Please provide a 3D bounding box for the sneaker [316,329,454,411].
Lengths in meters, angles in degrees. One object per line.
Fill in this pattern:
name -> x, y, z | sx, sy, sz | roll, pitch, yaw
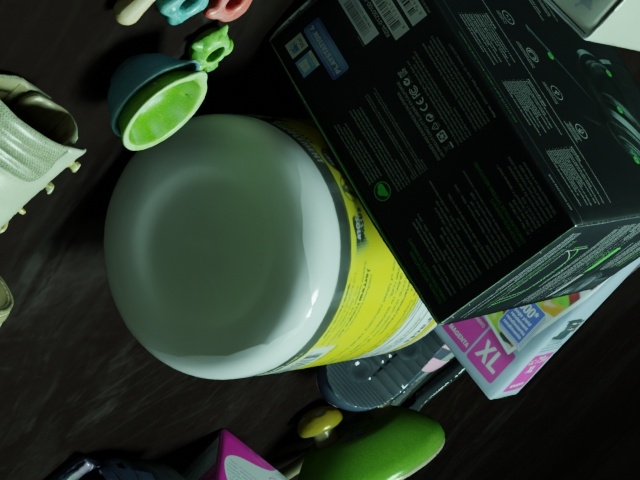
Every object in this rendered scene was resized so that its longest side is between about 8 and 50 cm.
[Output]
sneaker -> 0.124, 0.073, 1.995 | 0.319, 0.112, 0.131 | -31, 177, -16

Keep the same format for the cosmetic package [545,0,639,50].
cosmetic package -> 0.239, -0.229, 1.393 | 0.113, 0.160, 0.309 | -48, 161, 21

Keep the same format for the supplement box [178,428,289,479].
supplement box -> -0.100, 0.310, 1.913 | 0.114, 0.111, 0.220 | -45, -165, 18

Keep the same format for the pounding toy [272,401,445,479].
pounding toy -> 0.021, 0.222, 2.154 | 0.237, 0.110, 0.183 | -17, -168, 40

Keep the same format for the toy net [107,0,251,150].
toy net -> -0.072, -0.153, 1.156 | 0.122, 0.045, 0.232 | -28, 158, -30

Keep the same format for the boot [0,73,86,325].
boot -> -0.211, -0.018, 1.162 | 0.165, 0.077, 0.213 | -43, 158, 5

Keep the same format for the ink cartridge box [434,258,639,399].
ink cartridge box -> 0.212, -0.016, 1.786 | 0.311, 0.186, 0.065 | -49, 157, 26

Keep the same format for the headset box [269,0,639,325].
headset box -> 0.137, -0.087, 1.370 | 0.131, 0.246, 0.283 | -38, 165, 29

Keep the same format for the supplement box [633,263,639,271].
supplement box -> 0.263, 0.032, 2.089 | 0.188, 0.081, 0.104 | -39, -156, -1

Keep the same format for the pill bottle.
pill bottle -> 0.000, 0.000, 1.424 | 0.188, 0.188, 0.334 | -47, 161, 22

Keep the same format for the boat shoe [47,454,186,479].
boat shoe -> -0.284, 0.336, 1.800 | 0.340, 0.127, 0.158 | -49, 155, 3

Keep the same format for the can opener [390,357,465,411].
can opener -> 0.119, 0.182, 2.297 | 0.186, 0.073, 0.059 | -45, 122, 6
